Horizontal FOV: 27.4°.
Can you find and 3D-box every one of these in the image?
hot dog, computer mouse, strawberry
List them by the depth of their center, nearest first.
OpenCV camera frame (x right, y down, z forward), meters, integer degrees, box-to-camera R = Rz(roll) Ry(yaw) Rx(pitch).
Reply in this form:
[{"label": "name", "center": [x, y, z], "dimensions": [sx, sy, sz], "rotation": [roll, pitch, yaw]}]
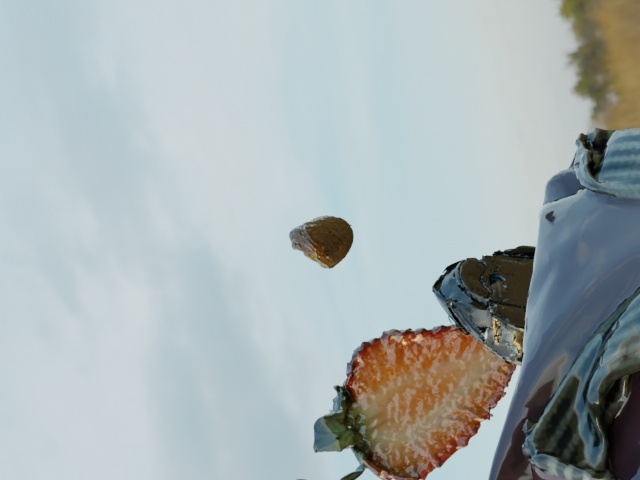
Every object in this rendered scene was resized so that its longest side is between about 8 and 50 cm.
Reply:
[{"label": "computer mouse", "center": [0.211, 0.072, 1.146], "dimensions": [0.146, 0.242, 0.077], "rotation": [-84, 5, -58]}, {"label": "hot dog", "center": [0.000, 0.000, 1.362], "dimensions": [0.058, 0.035, 0.083], "rotation": [37, -151, 15]}, {"label": "strawberry", "center": [0.123, 0.201, 1.672], "dimensions": [0.188, 0.286, 0.106], "rotation": [61, -179, 8]}]

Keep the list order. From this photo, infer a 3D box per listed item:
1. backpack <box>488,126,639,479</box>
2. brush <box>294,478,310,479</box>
[{"label": "backpack", "center": [0.240, 0.042, 0.597], "dimensions": [0.197, 0.317, 0.283], "rotation": [49, -140, -32]}, {"label": "brush", "center": [0.043, 0.313, 1.268], "dimensions": [0.059, 0.197, 0.123], "rotation": [-6, -71, -76]}]
